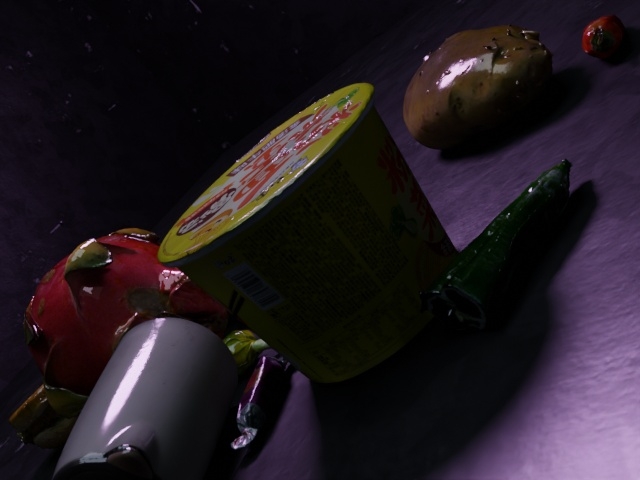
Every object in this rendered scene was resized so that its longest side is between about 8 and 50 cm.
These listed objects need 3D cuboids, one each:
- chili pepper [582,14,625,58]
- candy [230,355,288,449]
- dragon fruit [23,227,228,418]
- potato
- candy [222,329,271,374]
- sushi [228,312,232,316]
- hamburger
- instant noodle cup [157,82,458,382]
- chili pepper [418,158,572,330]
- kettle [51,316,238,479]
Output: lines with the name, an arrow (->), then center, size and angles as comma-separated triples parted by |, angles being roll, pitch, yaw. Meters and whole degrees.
chili pepper -> 0.379, -0.273, 1.030 | 0.059, 0.050, 0.191 | -37, 3, 29
candy -> -0.068, 0.180, 0.910 | 0.045, 0.043, 0.175 | -44, 12, 34
dragon fruit -> -0.274, 0.121, 1.115 | 0.305, 0.305, 0.225 | -47, 11, -19
potato -> 0.227, -0.233, 1.135 | 0.192, 0.141, 0.296 | -49, 18, -15
candy -> -0.062, 0.134, 1.032 | 0.193, 0.058, 0.062 | -22, 51, 32
sushi -> -0.148, 0.015, 1.334 | 0.270, 0.171, 0.236 | -27, 20, 32
hamburger -> -0.483, 0.313, 1.457 | 0.215, 0.122, 0.189 | -39, 8, 25
instant noodle cup -> 0.000, 0.000, 0.868 | 0.311, 0.221, 0.311 | -35, 18, 13
chili pepper -> 0.188, -0.007, 0.757 | 0.227, 0.059, 0.088 | -47, 11, -25
kettle -> -0.206, 0.249, 0.897 | 0.255, 0.165, 0.240 | -81, 11, -61
